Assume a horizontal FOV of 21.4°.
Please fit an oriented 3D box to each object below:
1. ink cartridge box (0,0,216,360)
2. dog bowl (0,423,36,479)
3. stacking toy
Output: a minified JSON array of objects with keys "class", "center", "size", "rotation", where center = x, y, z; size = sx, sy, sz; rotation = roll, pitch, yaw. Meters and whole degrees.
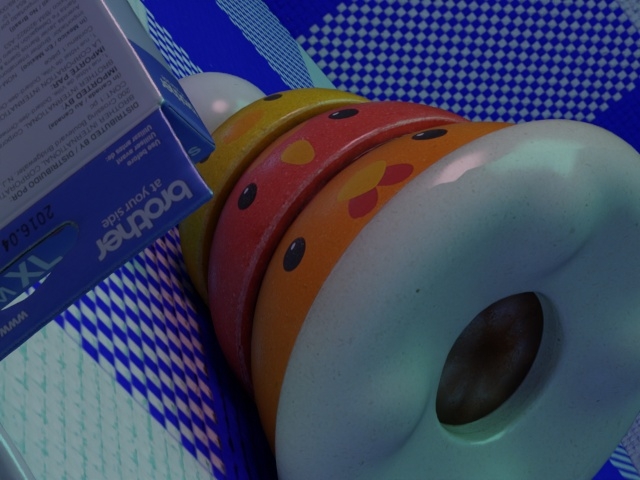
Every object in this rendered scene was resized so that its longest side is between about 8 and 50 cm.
[{"class":"ink cartridge box","center":[-0.176,-0.073,0.786],"size":[0.311,0.186,0.065],"rotation":[57,9,31]},{"class":"dog bowl","center":[-0.175,0.088,0.448],"size":[0.265,0.104,0.265],"rotation":[51,10,-12]},{"class":"stacking toy","center":[0.000,0.000,1.299],"size":[0.480,0.350,0.350],"rotation":[35,-5,44]}]
